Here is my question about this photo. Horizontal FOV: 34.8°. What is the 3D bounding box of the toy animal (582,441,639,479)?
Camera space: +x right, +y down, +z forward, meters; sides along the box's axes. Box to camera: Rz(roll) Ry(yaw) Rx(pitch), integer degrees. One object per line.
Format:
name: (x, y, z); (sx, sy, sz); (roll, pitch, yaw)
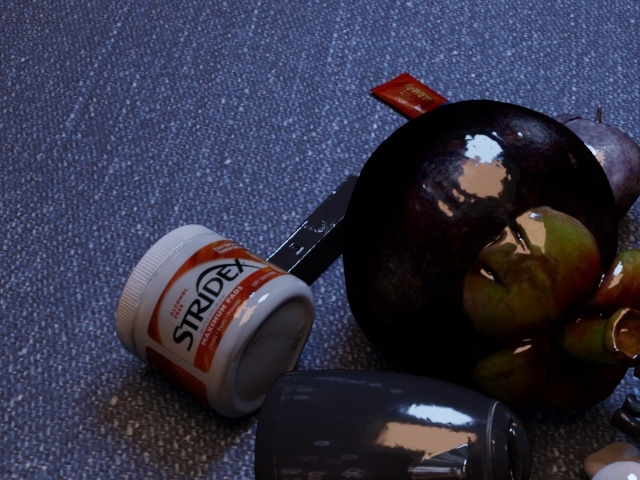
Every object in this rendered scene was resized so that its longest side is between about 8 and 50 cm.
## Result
toy animal: (0.363, 0.353, 1.110); (0.196, 0.241, 0.368); (21, 38, 10)

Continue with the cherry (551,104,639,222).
cherry: (0.374, -0.093, 1.510); (0.195, 0.195, 0.195); (-2, 49, 2)

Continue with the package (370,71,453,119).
package: (0.180, -0.227, 1.737); (0.083, 0.022, 0.200); (-34, 53, -24)

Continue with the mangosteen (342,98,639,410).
mangosteen: (0.233, 0.027, 1.272); (0.435, 0.382, 0.382); (31, 57, 28)

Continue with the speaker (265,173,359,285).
speaker: (0.000, 0.000, 1.510); (0.044, 0.082, 0.218); (30, 58, 25)

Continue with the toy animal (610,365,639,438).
toy animal: (0.438, 0.201, 1.257); (0.121, 0.225, 0.094); (26, 98, 20)

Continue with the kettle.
kettle: (0.105, 0.242, 1.187); (0.290, 0.268, 0.208); (-7, 88, 20)

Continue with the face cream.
face cream: (-0.134, 0.105, 1.343); (0.187, 0.201, 0.201); (28, 56, 25)
